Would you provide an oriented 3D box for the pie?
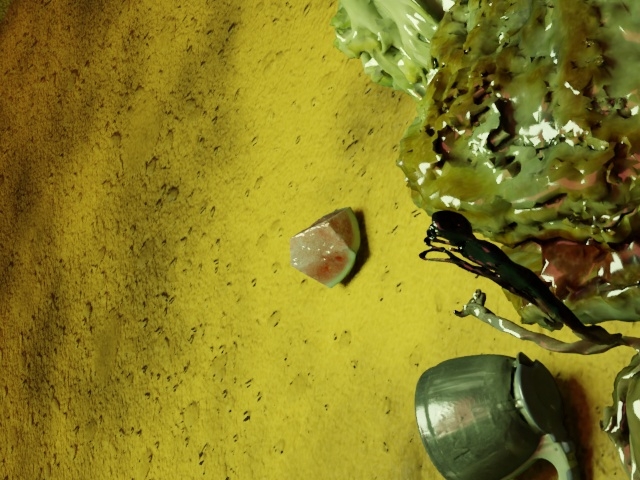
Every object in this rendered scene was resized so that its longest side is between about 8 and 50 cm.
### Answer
[{"bbox_3d":[0.251,-0.137,0.735,0.418,0.180,0.395,-30,25,32],"label":"pie"}]

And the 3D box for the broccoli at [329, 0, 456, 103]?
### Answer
[{"bbox_3d":[0.069,-0.255,1.139,0.288,0.246,0.248,13,98,64],"label":"broccoli"}]

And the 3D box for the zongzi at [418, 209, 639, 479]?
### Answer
[{"bbox_3d":[0.248,0.145,0.425,0.181,0.447,0.418,-40,12,1],"label":"zongzi"}]

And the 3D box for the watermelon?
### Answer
[{"bbox_3d":[0.005,-0.002,1.309,0.084,0.072,0.092,-39,40,21],"label":"watermelon"}]

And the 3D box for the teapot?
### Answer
[{"bbox_3d":[0.148,0.158,0.979,0.108,0.111,0.149,-28,48,34],"label":"teapot"}]
